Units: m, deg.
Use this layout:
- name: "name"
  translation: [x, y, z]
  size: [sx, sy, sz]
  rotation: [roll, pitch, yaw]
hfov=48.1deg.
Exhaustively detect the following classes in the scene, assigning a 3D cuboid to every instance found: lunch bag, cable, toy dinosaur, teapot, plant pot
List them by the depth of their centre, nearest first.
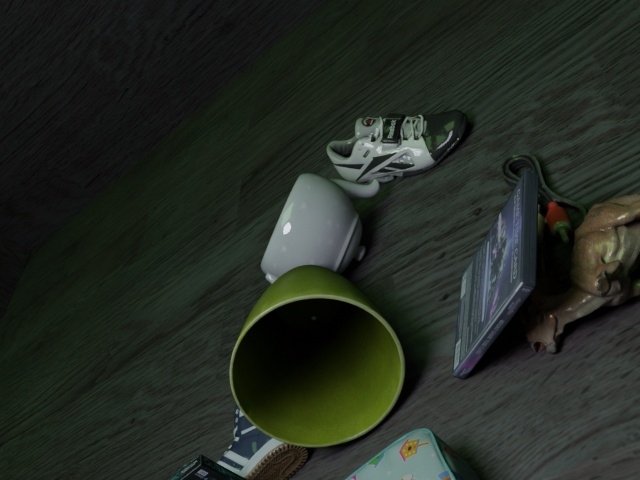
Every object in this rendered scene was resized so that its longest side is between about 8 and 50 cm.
- name: "lunch bag"
  translation: [0.116, 0.390, 0.911]
  size: [0.224, 0.108, 0.279]
  rotation: [-43, 23, 9]
- name: "toy dinosaur"
  translation: [0.386, 0.016, 0.994]
  size: [0.295, 0.127, 0.200]
  rotation: [-51, 23, -12]
- name: "cable"
  translation: [0.357, -0.074, 1.172]
  size: [0.140, 0.072, 0.287]
  rotation: [-25, 38, 28]
- name: "plant pot"
  translation: [-0.011, 0.159, 1.256]
  size: [0.275, 0.275, 0.293]
  rotation: [-43, 17, 12]
- name: "teapot"
  translation: [0.000, 0.000, 1.469]
  size: [0.252, 0.187, 0.256]
  rotation: [-68, 3, -62]

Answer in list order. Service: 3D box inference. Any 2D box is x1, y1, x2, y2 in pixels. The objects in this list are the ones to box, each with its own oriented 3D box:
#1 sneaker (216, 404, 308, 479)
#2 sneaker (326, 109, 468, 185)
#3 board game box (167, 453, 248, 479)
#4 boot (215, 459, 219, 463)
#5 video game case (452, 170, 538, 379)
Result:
- name: "sneaker"
  translation: [-0.155, 0.400, 1.294]
  size: [0.282, 0.099, 0.153]
  rotation: [-38, 36, 7]
- name: "sneaker"
  translation: [0.150, -0.212, 1.533]
  size: [0.331, 0.146, 0.122]
  rotation: [-22, 39, 37]
- name: "board game box"
  translation: [-0.174, 0.435, 1.195]
  size: [0.126, 0.186, 0.026]
  rotation: [-40, 31, 16]
- name: "boot"
  translation: [-0.227, 0.479, 1.351]
  size: [0.085, 0.059, 0.157]
  rotation: [4, 61, 60]
- name: "video game case"
  translation: [0.253, 0.058, 1.051]
  size: [0.274, 0.026, 0.196]
  rotation: [107, 177, -53]
